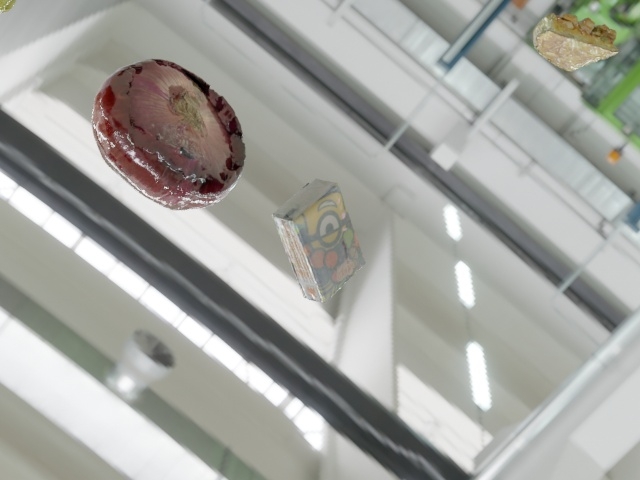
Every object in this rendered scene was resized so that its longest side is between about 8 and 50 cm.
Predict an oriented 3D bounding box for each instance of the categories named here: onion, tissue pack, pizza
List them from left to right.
[{"bbox_3d":[-0.223,-0.146,1.634,0.248,0.161,0.248,31,-155,-17],"label":"onion"},{"bbox_3d":[0.000,0.000,1.638,0.060,0.108,0.148,9,129,43],"label":"tissue pack"},{"bbox_3d":[0.406,-0.316,1.783,0.134,0.046,0.175,7,170,15],"label":"pizza"}]

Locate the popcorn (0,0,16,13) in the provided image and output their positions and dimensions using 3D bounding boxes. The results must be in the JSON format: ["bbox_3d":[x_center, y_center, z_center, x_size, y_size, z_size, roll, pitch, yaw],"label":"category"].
[{"bbox_3d":[-0.519,-0.390,1.541,0.233,0.192,0.266,15,167,-20],"label":"popcorn"}]
